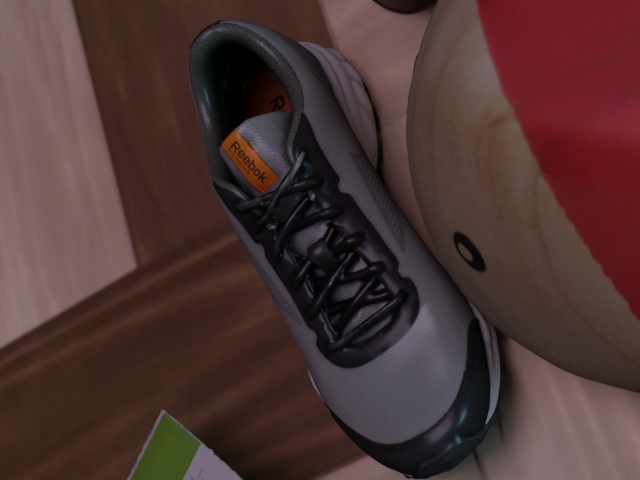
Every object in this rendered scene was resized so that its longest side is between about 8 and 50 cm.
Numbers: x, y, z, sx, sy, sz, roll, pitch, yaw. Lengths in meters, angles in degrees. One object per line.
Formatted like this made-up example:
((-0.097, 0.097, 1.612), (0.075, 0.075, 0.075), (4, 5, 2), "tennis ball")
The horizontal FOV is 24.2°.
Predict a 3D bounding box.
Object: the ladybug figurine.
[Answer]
((0.218, -0.106, 0.606), (0.449, 0.162, 0.305), (-30, 62, 23), "ladybug figurine")

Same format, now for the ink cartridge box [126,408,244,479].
((-0.027, 0.215, 0.722), (0.255, 0.097, 0.189), (27, 93, 56), "ink cartridge box")

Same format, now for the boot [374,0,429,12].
((0.041, -0.149, 0.782), (0.118, 0.087, 0.042), (18, 88, 36), "boot")

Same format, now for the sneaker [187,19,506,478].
((0.000, 0.000, 0.756), (0.100, 0.108, 0.271), (-36, 61, 18), "sneaker")
